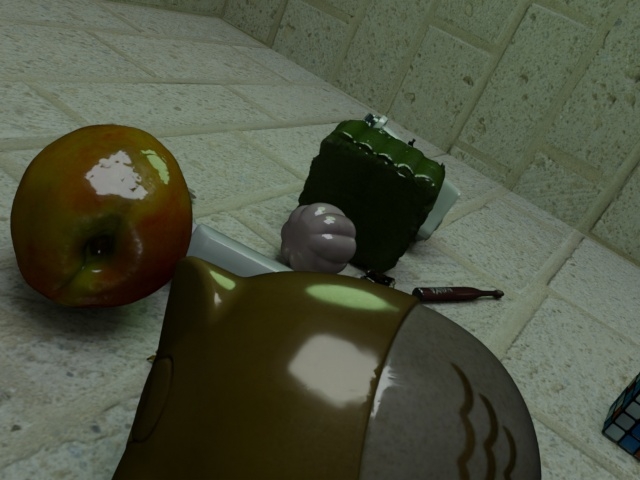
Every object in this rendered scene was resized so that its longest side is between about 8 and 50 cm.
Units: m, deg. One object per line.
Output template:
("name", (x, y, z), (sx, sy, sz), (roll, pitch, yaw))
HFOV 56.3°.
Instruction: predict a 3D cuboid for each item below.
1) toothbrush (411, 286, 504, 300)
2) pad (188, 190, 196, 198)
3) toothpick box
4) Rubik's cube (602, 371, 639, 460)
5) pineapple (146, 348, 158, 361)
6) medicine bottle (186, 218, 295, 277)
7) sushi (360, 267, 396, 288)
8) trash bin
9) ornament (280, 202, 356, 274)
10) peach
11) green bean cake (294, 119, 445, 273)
("toothbrush", (0.382, 0.143, 1.614), (0.364, 0.040, 0.041), (3, 34, -39))
("pad", (-0.429, -0.151, 1.411), (0.176, 0.002, 0.266), (34, 14, 29))
("toothpick box", (-0.011, 0.237, 0.696), (0.426, 0.408, 0.408), (22, 26, -19))
("Rubik's cube", (0.750, 0.397, 1.337), (0.155, 0.154, 0.151), (36, 27, 20))
("pineapple", (-0.125, 0.196, 0.972), (0.250, 0.139, 0.164), (34, 26, 24))
("medicine bottle", (-0.183, 0.051, 1.178), (0.296, 0.111, 0.161), (29, -12, 2))
("sushi", (0.124, 0.120, 1.371), (0.078, 0.090, 0.150), (23, 14, 14))
("trash bin", (0.209, -0.172, 1.797), (0.368, 0.255, 0.296), (36, -5, 0))
("ornament", (0.000, 0.001, 1.397), (0.178, 0.177, 0.177), (20, 27, -11))
("peach", (-0.364, -0.045, 1.009), (0.308, 0.307, 0.332), (11, 27, -27))
("green bean cake", (0.124, -0.124, 1.549), (0.319, 0.334, 0.218), (30, 27, 3))
